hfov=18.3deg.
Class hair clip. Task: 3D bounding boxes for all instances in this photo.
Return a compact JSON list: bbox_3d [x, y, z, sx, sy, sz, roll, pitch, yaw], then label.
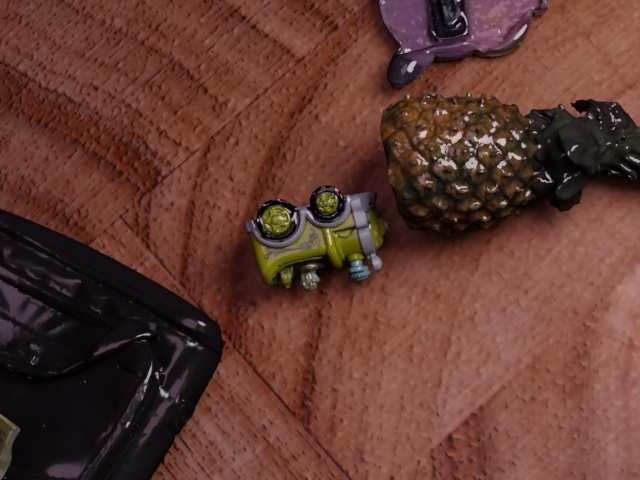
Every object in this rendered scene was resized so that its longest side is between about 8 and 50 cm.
[{"bbox_3d":[0.109,-0.225,1.654,0.146,0.056,0.187,-14,76,7],"label":"hair clip"}]

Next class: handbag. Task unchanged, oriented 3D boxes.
[{"bbox_3d":[-0.242,0.109,1.593,0.275,0.088,0.244,26,74,23],"label":"handbag"}]

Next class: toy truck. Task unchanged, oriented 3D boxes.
[{"bbox_3d":[0.000,0.000,1.582,0.111,0.076,0.077,-14,84,7],"label":"toy truck"}]

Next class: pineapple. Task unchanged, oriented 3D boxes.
[{"bbox_3d":[0.175,-0.071,1.548,0.251,0.125,0.125,-6,68,6],"label":"pineapple"}]

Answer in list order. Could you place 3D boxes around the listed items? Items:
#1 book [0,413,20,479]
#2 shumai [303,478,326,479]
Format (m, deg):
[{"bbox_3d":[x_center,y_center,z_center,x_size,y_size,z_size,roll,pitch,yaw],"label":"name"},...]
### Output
[{"bbox_3d":[-0.329,0.171,1.525,0.192,0.013,0.168,31,96,30],"label":"book"},{"bbox_3d":[-0.012,0.288,1.447,0.153,0.161,0.209,-25,96,34],"label":"shumai"}]
